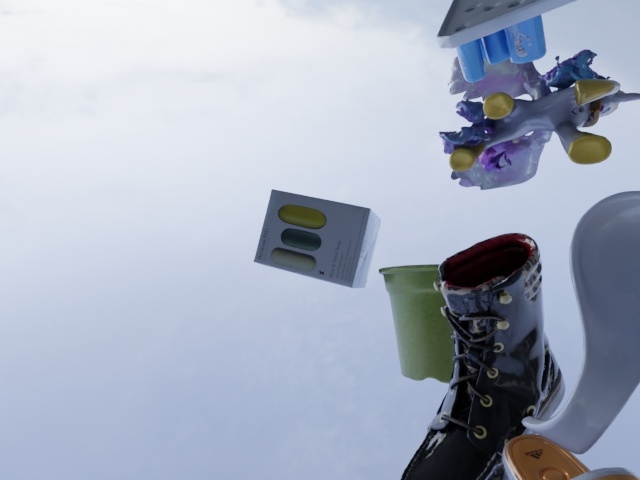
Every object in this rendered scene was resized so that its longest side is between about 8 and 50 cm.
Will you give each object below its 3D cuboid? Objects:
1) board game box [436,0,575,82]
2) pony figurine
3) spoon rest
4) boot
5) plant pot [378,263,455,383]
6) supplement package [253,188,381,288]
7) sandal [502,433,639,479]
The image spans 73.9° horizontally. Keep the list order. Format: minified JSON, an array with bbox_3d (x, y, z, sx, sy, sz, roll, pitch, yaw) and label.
[{"bbox_3d":[0.328,-0.298,0.368,0.390,0.050,0.390,-9,-142,35],"label":"board game box"},{"bbox_3d":[0.370,-0.221,0.779,0.351,0.303,0.363,3,-157,40],"label":"pony figurine"},{"bbox_3d":[0.291,0.080,0.417,0.137,0.084,0.276,25,-92,16],"label":"spoon rest"},{"bbox_3d":[0.213,0.180,0.584,0.377,0.284,0.138,-28,-158,-31],"label":"boot"},{"bbox_3d":[0.279,0.192,1.002,0.276,0.276,0.254,0,-98,-6],"label":"plant pot"},{"bbox_3d":[0.000,0.000,1.124,0.262,0.199,0.198,13,178,17],"label":"supplement package"},{"bbox_3d":[0.236,0.233,0.380,0.102,0.076,0.265,-14,-173,-3],"label":"sandal"}]
